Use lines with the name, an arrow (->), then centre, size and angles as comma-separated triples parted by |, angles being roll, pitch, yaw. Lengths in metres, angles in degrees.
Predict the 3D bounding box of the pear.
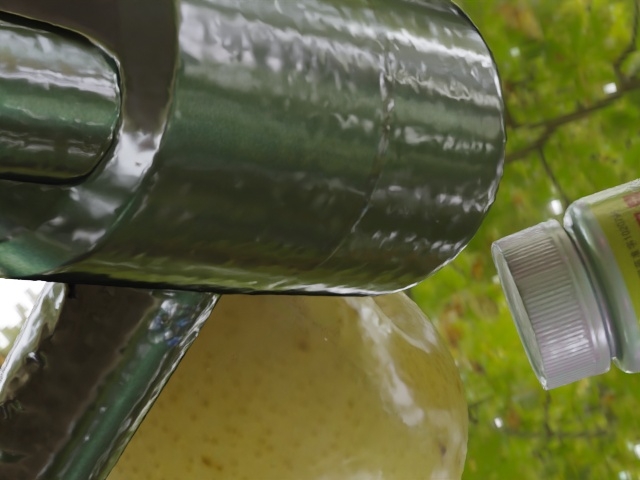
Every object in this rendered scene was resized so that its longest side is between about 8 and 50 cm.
pear -> -0.059, 0.140, 1.216 | 0.348, 0.348, 0.348 | -10, -127, 14

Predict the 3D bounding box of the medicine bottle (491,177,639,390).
medicine bottle -> 0.256, 0.021, 1.244 | 0.225, 0.139, 0.139 | -19, -129, 0

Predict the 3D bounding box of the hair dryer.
hair dryer -> -0.100, 0.036, 0.492 | 0.116, 0.244, 0.302 | 41, -69, 32
